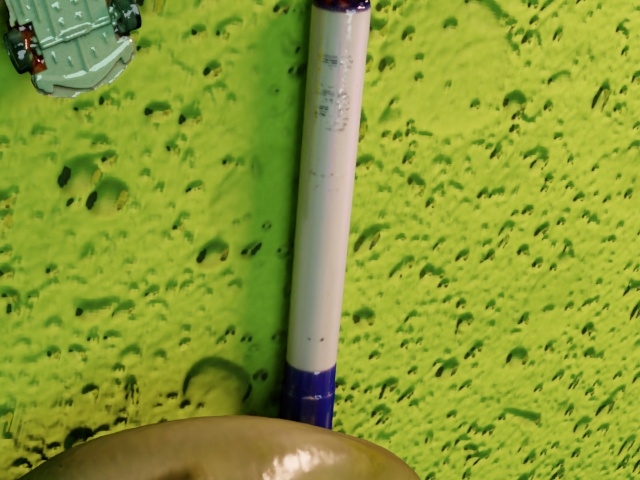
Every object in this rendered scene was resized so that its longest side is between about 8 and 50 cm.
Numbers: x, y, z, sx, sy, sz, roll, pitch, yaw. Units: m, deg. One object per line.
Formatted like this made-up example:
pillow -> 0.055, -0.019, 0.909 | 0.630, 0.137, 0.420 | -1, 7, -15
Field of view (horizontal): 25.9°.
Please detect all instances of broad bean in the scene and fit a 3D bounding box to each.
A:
broad bean -> -0.052, 0.160, 0.730 | 0.263, 0.121, 0.189 | 4, 135, -49

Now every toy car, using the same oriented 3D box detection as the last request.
toy car -> -0.113, -0.118, 0.583 | 0.059, 0.035, 0.122 | -25, 130, -17

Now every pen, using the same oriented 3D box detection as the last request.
pen -> 0.000, 0.000, 0.737 | 0.033, 0.033, 0.269 | -13, 121, -32

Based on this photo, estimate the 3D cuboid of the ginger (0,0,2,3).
ginger -> -0.150, -0.116, 0.489 | 0.137, 0.074, 0.213 | -8, 146, -32
